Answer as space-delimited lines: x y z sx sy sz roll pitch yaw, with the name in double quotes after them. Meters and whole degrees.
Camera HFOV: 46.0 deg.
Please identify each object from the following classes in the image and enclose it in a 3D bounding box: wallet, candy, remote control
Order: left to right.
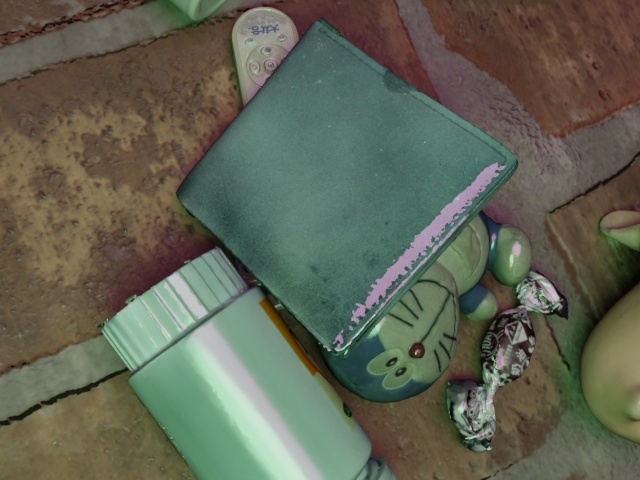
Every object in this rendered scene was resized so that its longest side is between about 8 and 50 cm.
-0.052 -0.161 0.865 0.078 0.042 0.221 -9 81 -10 "remote control"
0.008 -0.065 0.745 0.251 0.054 0.290 -50 57 0 "wallet"
0.216 0.136 0.879 0.094 0.051 0.226 37 73 -17 "candy"

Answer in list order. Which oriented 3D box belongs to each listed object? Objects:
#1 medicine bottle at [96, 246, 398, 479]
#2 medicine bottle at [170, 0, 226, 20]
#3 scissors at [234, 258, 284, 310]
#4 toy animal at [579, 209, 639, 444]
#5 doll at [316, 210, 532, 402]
-0.064 0.170 0.731 0.158 0.158 0.318 -36 90 -20 "medicine bottle"
-0.224 -0.404 0.822 0.341 0.130 0.130 43 71 -4 "medicine bottle"
0.000 0.000 0.840 0.110 0.021 0.212 30 55 32 "scissors"
0.435 0.086 0.869 0.237 0.269 0.326 39 103 -5 "toy animal"
0.098 0.045 0.800 0.228 0.154 0.258 51 58 -33 "doll"
